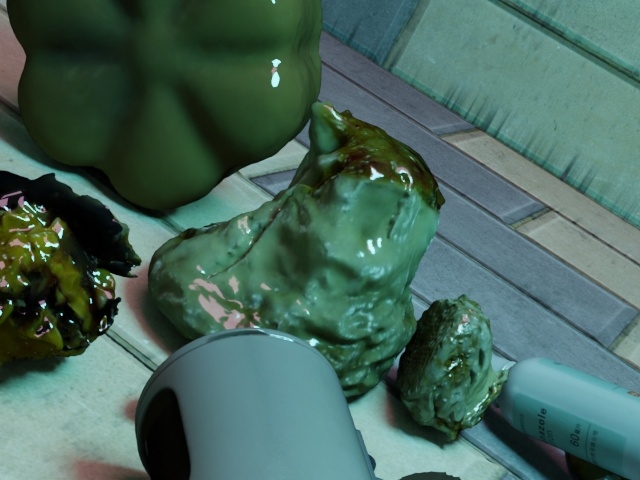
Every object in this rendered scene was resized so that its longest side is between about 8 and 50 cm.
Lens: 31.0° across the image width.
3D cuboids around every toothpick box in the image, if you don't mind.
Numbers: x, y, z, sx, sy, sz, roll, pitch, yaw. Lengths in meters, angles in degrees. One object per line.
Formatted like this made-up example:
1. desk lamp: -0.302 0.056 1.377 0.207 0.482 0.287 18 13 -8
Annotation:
1. toothpick box: -0.039 0.242 1.026 0.229 0.229 0.316 19 24 -23

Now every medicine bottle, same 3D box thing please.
1. medicine bottle: 0.315 0.222 1.595 0.351 0.110 0.110 19 11 39

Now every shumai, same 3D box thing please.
1. shumai: 0.000 0.000 1.492 0.324 0.323 0.397 42 24 28
2. shumai: 0.188 0.172 1.518 0.142 0.184 0.184 25 21 -11

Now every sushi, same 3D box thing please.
1. sushi: -0.317 0.039 1.216 0.200 0.204 0.213 12 -29 31

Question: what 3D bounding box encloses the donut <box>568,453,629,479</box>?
1. donut: 0.487 0.324 1.652 0.272 0.107 0.272 26 18 -9

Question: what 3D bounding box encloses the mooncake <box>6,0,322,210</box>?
1. mooncake: -0.225 -0.288 1.720 0.467 0.467 0.262 28 16 0

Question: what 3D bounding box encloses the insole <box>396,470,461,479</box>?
1. insole: 0.095 0.317 1.224 0.111 0.007 0.328 -5 13 12

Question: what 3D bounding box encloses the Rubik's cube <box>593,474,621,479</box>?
1. Rubik's cube: 0.378 0.341 1.509 0.073 0.084 0.075 38 6 13
